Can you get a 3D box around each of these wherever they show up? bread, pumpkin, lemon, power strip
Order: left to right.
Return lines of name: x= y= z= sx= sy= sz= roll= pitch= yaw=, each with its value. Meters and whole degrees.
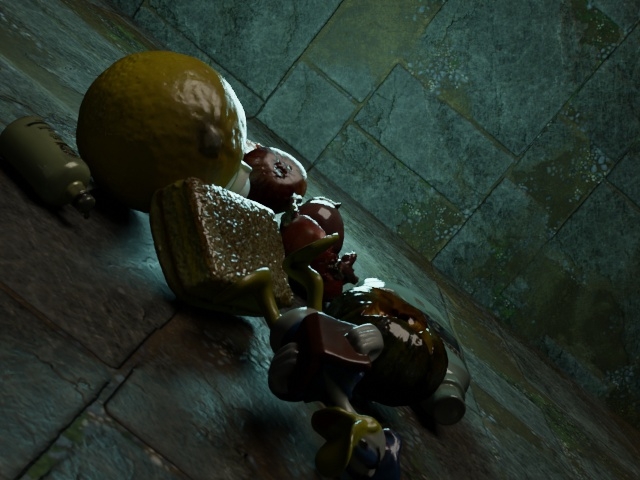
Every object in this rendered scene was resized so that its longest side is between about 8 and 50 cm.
power strip: x=-0.356 y=-0.074 z=1.187 sx=0.017 sy=0.027 sz=0.083 roll=42 pitch=10 yaw=-4
lemon: x=-0.256 y=-0.174 z=1.281 sx=0.293 sy=0.293 sz=0.293 roll=38 pitch=11 yaw=-8
bread: x=-0.151 y=0.016 z=1.206 sx=0.234 sy=0.110 sz=0.184 roll=26 pitch=43 yaw=-58
pumpkin: x=0.102 y=0.183 z=1.348 sx=0.238 sy=0.159 sz=0.238 roll=25 pitch=14 yaw=-7

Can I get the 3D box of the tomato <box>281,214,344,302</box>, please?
tomato: x=-0.036 y=0.049 z=1.627 sx=0.173 sy=0.099 sz=0.189 roll=28 pitch=-43 yaw=54

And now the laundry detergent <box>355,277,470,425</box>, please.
laundry detergent: x=0.196 y=0.229 z=1.599 sx=0.264 sy=0.124 sz=0.398 roll=38 pitch=13 yaw=-18

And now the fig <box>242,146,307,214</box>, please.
fig: x=-0.140 y=-0.126 z=1.896 sx=0.175 sy=0.207 sz=0.175 roll=15 pitch=63 yaw=-30

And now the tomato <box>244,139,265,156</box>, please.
tomato: x=-0.181 y=-0.196 z=2.130 sx=0.237 sy=0.095 sz=0.237 roll=35 pitch=14 yaw=-10

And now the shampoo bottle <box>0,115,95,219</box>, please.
shampoo bottle: x=-0.372 y=-0.098 z=1.093 sx=0.162 sy=0.079 sz=0.079 roll=43 pitch=11 yaw=17

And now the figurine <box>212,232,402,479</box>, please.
figurine: x=0.027 y=0.170 z=1.019 sx=0.338 sy=0.204 sz=0.283 roll=62 pitch=-12 yaw=1

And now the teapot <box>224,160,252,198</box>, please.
teapot: x=-0.230 y=-0.154 z=1.665 sx=0.204 sy=0.139 sz=0.298 roll=34 pitch=11 yaw=-41

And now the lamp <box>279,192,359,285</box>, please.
lamp: x=-0.011 y=0.000 z=1.818 sx=0.215 sy=0.151 sz=0.223 roll=7 pitch=74 yaw=-67
